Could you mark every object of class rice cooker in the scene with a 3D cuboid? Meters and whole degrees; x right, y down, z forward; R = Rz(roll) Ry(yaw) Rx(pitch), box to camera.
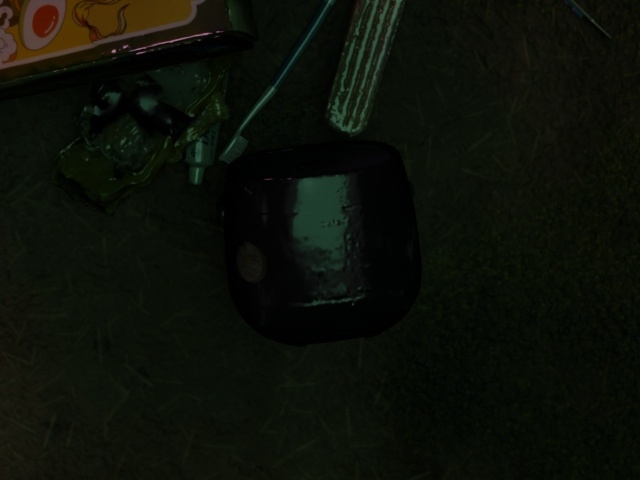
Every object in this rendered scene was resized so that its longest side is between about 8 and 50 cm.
[{"bbox_3d":[0.000,0.000,1.462,0.267,0.267,0.224,-9,105,-8],"label":"rice cooker"}]

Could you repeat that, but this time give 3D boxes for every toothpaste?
[{"bbox_3d":[-0.147,-0.179,1.519,0.064,0.041,0.218,6,94,-21],"label":"toothpaste"}]

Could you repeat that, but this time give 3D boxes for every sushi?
[{"bbox_3d":[-0.207,-0.157,1.451,0.139,0.131,0.291,40,92,22],"label":"sushi"}]

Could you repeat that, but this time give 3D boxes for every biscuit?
[{"bbox_3d":[0.057,-0.250,1.507,0.062,0.108,0.238,17,95,-5],"label":"biscuit"}]

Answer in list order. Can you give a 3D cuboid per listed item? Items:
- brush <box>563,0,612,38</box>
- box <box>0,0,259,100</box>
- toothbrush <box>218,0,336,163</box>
[{"bbox_3d":[0.358,-0.297,1.597,0.084,0.016,0.013,39,102,-11],"label":"brush"},{"bbox_3d":[-0.309,-0.362,1.341,0.421,0.138,0.372,-10,91,10],"label":"box"},{"bbox_3d":[-0.047,-0.214,1.539,0.025,0.019,0.275,34,91,-17],"label":"toothbrush"}]
